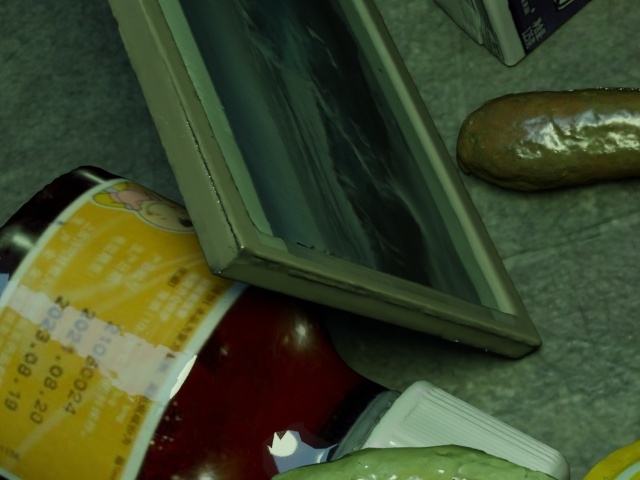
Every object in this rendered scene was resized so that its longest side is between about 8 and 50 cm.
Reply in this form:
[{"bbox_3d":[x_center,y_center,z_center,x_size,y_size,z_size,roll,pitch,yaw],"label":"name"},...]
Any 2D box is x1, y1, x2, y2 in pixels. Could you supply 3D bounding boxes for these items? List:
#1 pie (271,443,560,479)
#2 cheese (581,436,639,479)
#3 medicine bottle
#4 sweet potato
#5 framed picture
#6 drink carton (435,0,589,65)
[{"bbox_3d":[0.074,0.265,1.099,0.371,0.078,0.297,15,95,8],"label":"pie"},{"bbox_3d":[0.238,0.171,1.230,0.177,0.069,0.270,19,56,-4],"label":"cheese"},{"bbox_3d":[-0.046,0.132,1.263,0.395,0.242,0.242,29,75,11],"label":"medicine bottle"},{"bbox_3d":[0.226,-0.074,1.365,0.273,0.075,0.075,-2,64,14],"label":"sweet potato"},{"bbox_3d":[-0.029,-0.131,1.335,0.028,0.326,0.446,-39,57,25],"label":"framed picture"},{"bbox_3d":[0.178,-0.255,1.433,0.222,0.134,0.102,-41,58,-6],"label":"drink carton"}]
